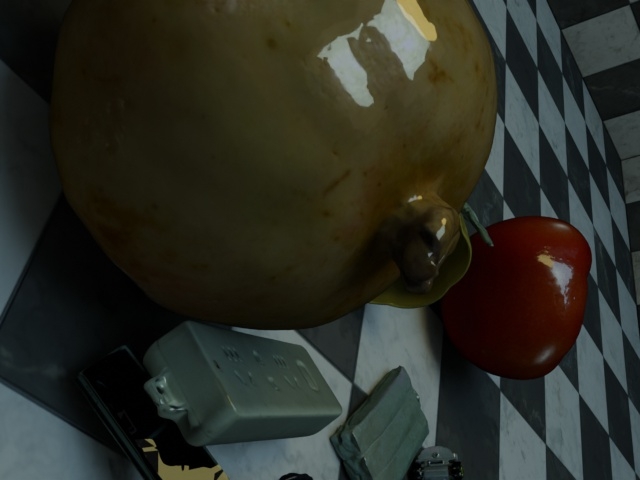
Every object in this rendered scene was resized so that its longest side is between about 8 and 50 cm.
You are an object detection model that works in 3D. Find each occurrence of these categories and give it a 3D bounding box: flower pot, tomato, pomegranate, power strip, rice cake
[{"bbox_3d":[0.112,-0.029,1.101,0.195,0.195,0.179,59,20,-24],"label":"flower pot"},{"bbox_3d":[0.316,0.091,1.303,0.298,0.226,0.299,-164,-90,-89],"label":"tomato"},{"bbox_3d":[-0.027,-0.096,0.697,0.411,0.411,0.411,32,51,-49],"label":"pomegranate"},{"bbox_3d":[-0.060,0.145,0.765,0.098,0.058,0.338,55,8,21],"label":"power strip"},{"bbox_3d":[0.091,0.260,1.062,0.211,0.038,0.124,-41,112,-57],"label":"rice cake"}]

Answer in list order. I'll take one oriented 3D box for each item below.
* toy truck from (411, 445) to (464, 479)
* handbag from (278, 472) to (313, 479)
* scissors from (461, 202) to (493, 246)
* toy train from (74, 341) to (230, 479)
[{"bbox_3d":[0.174,0.358,1.129,0.077,0.076,0.111,61,27,-55],"label":"toy truck"},{"bbox_3d":[-0.017,0.415,0.740,0.329,0.122,0.303,49,38,-38],"label":"handbag"},{"bbox_3d":[0.202,-0.091,1.249,0.383,0.029,0.256,-102,166,-72],"label":"scissors"},{"bbox_3d":[-0.114,0.204,0.651,0.055,0.048,0.252,-31,81,-43],"label":"toy train"}]
